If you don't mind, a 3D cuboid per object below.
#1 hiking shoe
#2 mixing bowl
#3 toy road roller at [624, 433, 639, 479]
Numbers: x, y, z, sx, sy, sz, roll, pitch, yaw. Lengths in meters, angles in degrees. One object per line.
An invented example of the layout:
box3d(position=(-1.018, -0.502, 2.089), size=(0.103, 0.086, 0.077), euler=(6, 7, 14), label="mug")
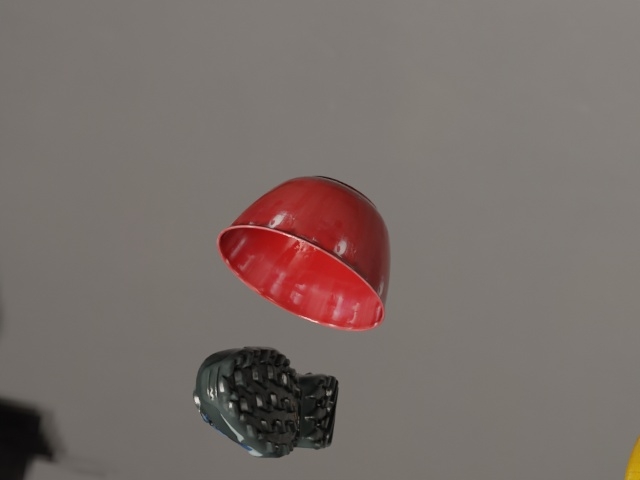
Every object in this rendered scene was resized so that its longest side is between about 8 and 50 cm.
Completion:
box3d(position=(-0.083, 0.177, 2.041), size=(0.304, 0.132, 0.113), euler=(35, -122, -68), label="hiking shoe")
box3d(position=(0.000, 0.000, 1.904), size=(0.181, 0.181, 0.098), euler=(81, -147, -63), label="mixing bowl")
box3d(position=(0.313, 0.097, 1.259), size=(0.202, 0.240, 0.329), euler=(-8, 96, 56), label="toy road roller")
